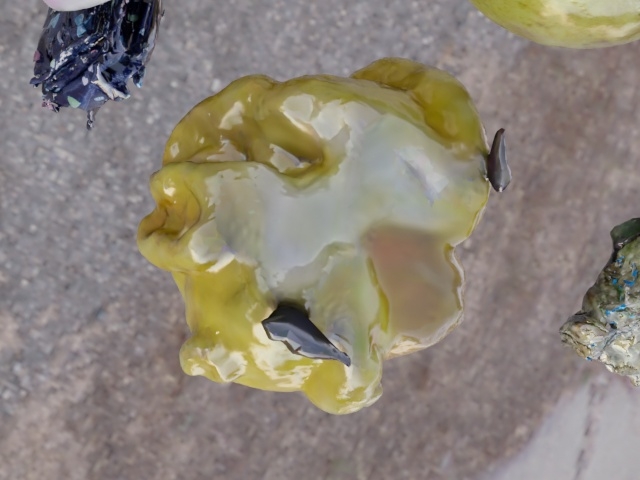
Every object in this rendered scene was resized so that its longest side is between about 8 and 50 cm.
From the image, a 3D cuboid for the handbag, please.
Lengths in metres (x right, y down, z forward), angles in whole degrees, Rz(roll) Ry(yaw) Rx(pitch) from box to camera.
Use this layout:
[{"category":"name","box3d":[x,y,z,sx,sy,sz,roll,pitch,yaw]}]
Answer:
[{"category":"handbag","box3d":[-0.245,-0.258,1.576,0.113,0.162,0.260,29,46,-31]}]

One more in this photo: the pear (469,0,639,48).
[{"category":"pear","box3d":[0.219,-0.302,1.123,0.304,0.304,0.304,-43,145,-40]}]

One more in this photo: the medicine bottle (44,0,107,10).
[{"category":"medicine bottle","box3d":[-0.270,-0.411,1.368,0.212,0.212,0.325,-51,124,-28]}]

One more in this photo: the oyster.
[{"category":"oyster","box3d":[0.324,0.044,1.248,0.259,0.092,0.198,-1,136,-27]}]

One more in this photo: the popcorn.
[{"category":"popcorn","box3d":[0.000,0.000,1.206,0.316,0.281,0.297,-13,90,-25]}]
